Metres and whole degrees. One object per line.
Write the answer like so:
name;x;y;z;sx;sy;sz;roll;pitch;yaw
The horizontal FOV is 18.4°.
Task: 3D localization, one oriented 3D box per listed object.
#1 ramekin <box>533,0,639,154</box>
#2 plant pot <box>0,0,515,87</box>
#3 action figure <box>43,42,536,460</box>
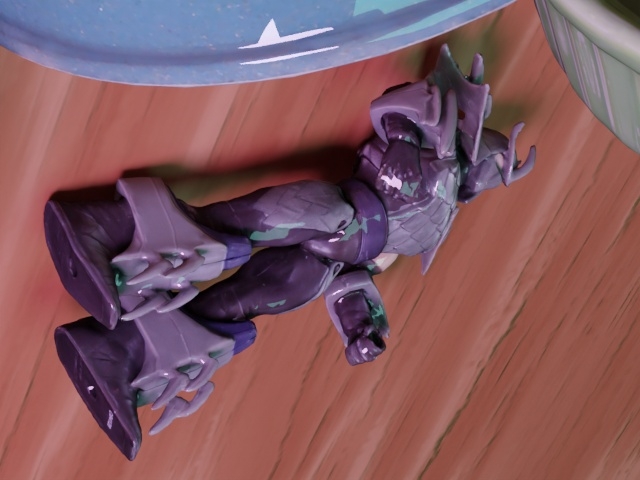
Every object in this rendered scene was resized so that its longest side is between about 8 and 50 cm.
ramekin;0.225;-0.159;0.864;0.303;0.303;0.148;-34;154;-6
plant pot;-0.031;-0.229;0.583;0.272;0.271;0.255;-30;132;-12
action figure;0.000;0.000;1.019;0.285;0.099;0.185;-23;139;-27
